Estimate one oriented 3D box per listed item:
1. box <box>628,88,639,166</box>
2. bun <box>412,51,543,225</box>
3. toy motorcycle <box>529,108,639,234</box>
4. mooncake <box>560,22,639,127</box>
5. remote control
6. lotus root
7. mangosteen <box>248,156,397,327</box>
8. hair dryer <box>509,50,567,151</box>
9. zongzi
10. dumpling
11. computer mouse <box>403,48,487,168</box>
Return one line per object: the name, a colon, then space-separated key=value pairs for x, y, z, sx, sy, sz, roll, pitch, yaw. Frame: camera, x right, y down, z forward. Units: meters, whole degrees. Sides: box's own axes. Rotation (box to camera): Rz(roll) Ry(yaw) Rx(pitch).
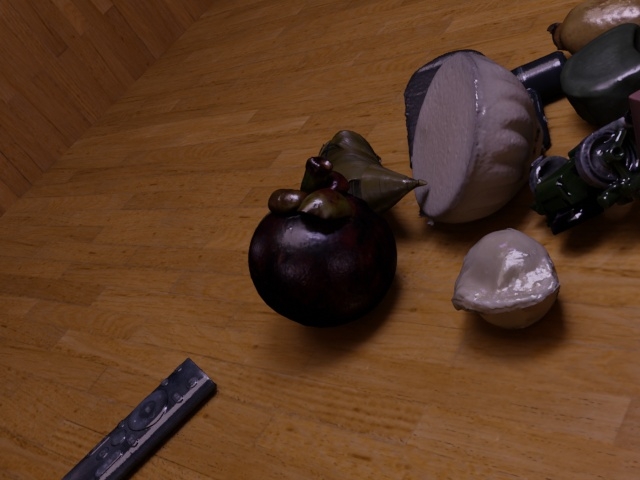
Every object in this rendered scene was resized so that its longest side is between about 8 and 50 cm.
box: x=0.456 y=-0.061 z=0.881 sx=0.086 sy=0.215 sz=0.215 roll=-27 pitch=28 yaw=-10
bun: x=0.259 y=-0.147 z=1.235 sx=0.175 sy=0.263 sz=0.263 roll=5 pitch=29 yaw=-14
toy motorcycle: x=0.410 y=-0.114 z=1.089 sx=0.275 sy=0.127 sz=0.205 roll=-34 pitch=-2 yaw=-15
mooncake: x=0.459 y=-0.251 z=1.233 sx=0.168 sy=0.104 sz=0.175 roll=-7 pitch=46 yaw=57
remote control: x=-0.326 y=0.341 z=1.287 sx=0.377 sy=0.044 sz=0.107 roll=-44 pitch=35 yaw=-12
lotus root: x=0.477 y=-0.353 z=1.353 sx=0.221 sy=0.118 sz=0.125 roll=0 pitch=1 yaw=41
mangosteen: x=0.000 y=0.000 z=1.208 sx=0.228 sy=0.265 sz=0.228 roll=-5 pitch=24 yaw=3
hair dryer: x=0.366 y=-0.222 z=1.345 sx=0.124 sy=0.071 sz=0.219 roll=-20 pitch=41 yaw=26
zongzi: x=0.091 y=-0.127 z=1.390 sx=0.289 sy=0.123 sz=0.260 roll=-29 pitch=28 yaw=42
dumpling: x=0.234 y=0.055 z=1.047 sx=0.136 sy=0.118 sz=0.199 roll=-31 pitch=9 yaw=5
computer mouse: x=0.241 y=-0.227 z=1.459 sx=0.168 sy=0.087 sz=0.295 roll=-12 pitch=50 yaw=24
